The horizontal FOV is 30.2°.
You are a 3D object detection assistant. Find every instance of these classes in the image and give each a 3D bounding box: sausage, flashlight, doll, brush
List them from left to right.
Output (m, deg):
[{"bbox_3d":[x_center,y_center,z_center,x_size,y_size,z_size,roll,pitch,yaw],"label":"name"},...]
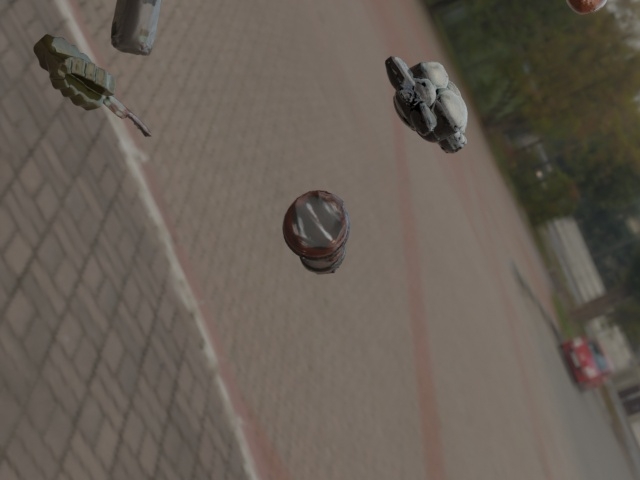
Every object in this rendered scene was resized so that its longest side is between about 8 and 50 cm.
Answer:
[{"bbox_3d":[-0.337,-0.228,1.843,0.084,0.071,0.301,51,5,27],"label":"brush"},{"bbox_3d":[0.000,0.000,1.593,0.232,0.093,0.093,74,-5,-77],"label":"flashlight"},{"bbox_3d":[0.119,-0.140,1.243,0.091,0.067,0.219,66,15,8],"label":"doll"},{"bbox_3d":[0.417,-0.394,1.863,0.077,0.077,0.194,65,17,-5],"label":"sausage"}]

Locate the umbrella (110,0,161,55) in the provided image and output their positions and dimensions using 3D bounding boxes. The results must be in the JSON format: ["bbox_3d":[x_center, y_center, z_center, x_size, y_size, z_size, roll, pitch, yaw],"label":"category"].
[{"bbox_3d":[-0.284,-0.474,1.954,0.067,0.073,0.337,-153,-107,-83],"label":"umbrella"}]
